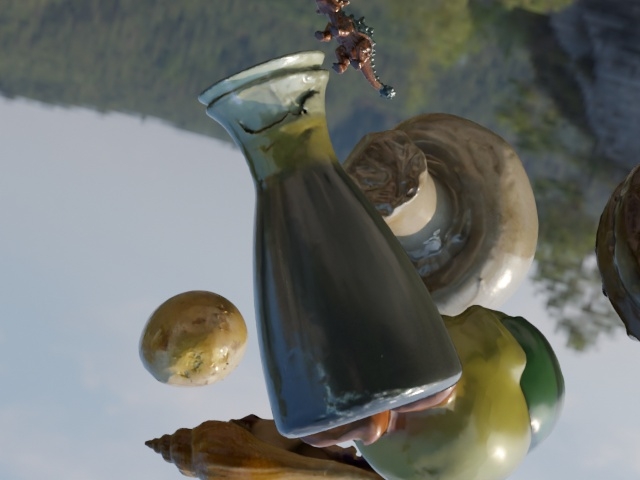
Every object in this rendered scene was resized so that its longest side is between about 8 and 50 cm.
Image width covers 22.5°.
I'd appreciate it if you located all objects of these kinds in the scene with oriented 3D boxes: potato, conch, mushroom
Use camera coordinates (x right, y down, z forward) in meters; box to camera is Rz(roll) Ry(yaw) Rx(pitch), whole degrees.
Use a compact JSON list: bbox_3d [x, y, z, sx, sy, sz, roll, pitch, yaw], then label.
[{"bbox_3d":[-0.179,0.139,2.306,0.150,0.146,0.234,22,-176,-12],"label":"potato"},{"bbox_3d":[-0.053,0.278,1.953,0.330,0.093,0.109,14,-163,1],"label":"conch"},{"bbox_3d":[0.126,-0.025,2.092,0.297,0.297,0.290,19,180,31],"label":"mushroom"}]

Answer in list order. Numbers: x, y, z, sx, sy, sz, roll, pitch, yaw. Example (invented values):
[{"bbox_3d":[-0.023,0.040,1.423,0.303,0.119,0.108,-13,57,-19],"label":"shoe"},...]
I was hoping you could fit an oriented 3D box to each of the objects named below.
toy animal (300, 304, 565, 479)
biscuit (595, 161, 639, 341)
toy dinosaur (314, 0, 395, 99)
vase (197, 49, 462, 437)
[{"bbox_3d":[0.138,0.174,1.695,0.216,0.191,0.338,-31,163,26],"label":"toy animal"},{"bbox_3d":[0.424,0.030,1.554,0.332,0.103,0.332,11,-132,-13],"label":"biscuit"},{"bbox_3d":[0.037,-0.217,1.785,0.049,0.055,0.154,-8,124,49],"label":"toy dinosaur"},{"bbox_3d":[0.000,0.000,1.428,0.173,0.321,0.173,-17,175,-1],"label":"vase"}]
